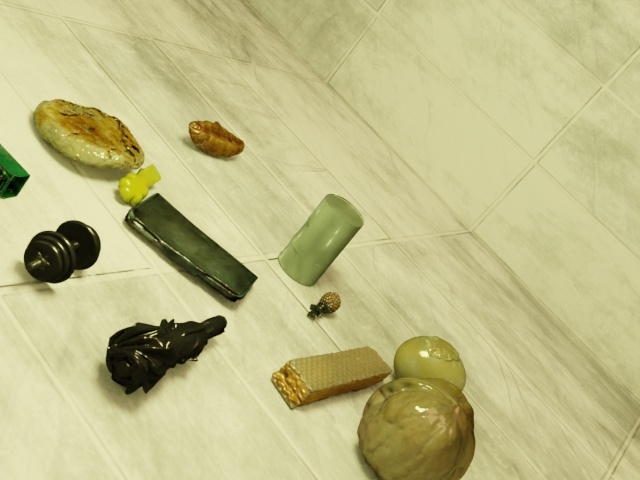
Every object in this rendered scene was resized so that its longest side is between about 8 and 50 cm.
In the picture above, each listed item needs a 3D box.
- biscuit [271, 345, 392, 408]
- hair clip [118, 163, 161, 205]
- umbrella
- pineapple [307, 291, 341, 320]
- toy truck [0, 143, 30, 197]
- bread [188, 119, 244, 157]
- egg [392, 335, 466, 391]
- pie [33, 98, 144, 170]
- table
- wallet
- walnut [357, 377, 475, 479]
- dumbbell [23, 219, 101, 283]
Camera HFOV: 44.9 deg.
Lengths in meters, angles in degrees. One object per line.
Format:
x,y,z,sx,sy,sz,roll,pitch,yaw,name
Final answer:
0.035,0.298,1.740,0.094,0.054,0.378,51,25,25,biscuit
-0.424,-0.130,1.815,0.072,0.046,0.173,60,18,-12,hair clip
-0.265,0.187,1.423,0.118,0.118,0.340,45,22,12,umbrella
0.002,0.165,1.942,0.058,0.058,0.124,48,30,17,pineapple
-0.646,-0.152,1.497,0.147,0.065,0.079,44,21,7,toy truck
-0.314,-0.293,2.248,0.233,0.076,0.105,17,44,-57,bread
0.275,0.321,1.930,0.201,0.164,0.164,36,23,-22,egg
-0.537,-0.245,1.811,0.274,0.055,0.274,26,22,-12,pie
0.000,0.000,2.014,0.126,0.220,0.126,32,26,-17,table
-0.290,0.019,1.759,0.318,0.045,0.172,39,20,-3,wallet
0.204,0.396,1.608,0.248,0.248,0.248,33,24,-17,walnut
-0.468,0.020,1.414,0.099,0.099,0.208,41,21,2,dumbbell
